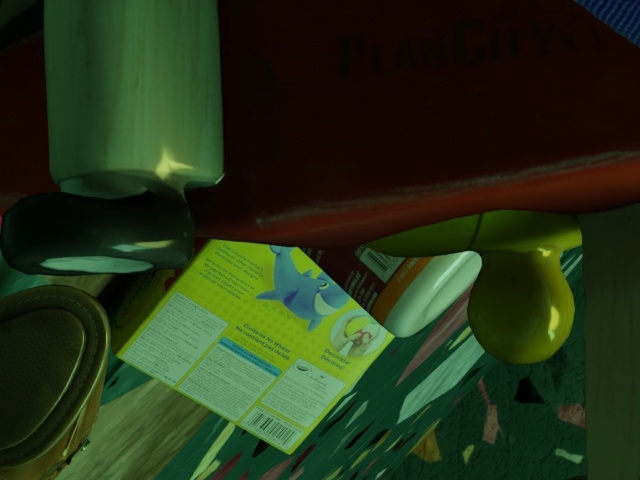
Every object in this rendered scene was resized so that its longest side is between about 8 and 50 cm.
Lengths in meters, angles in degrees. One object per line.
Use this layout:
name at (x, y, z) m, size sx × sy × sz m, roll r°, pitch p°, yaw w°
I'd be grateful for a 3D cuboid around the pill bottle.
pill bottle at (0.013, -0.033, 0.925) m, size 0.086 × 0.152 × 0.086 m, roll -44°, pitch 168°, yaw -12°

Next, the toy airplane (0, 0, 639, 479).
toy airplane at (0.112, -0.054, 0.647) m, size 0.386 × 0.384 × 0.272 m, roll -50°, pitch 158°, yaw 9°

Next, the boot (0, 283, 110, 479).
boot at (-0.142, 0.076, 0.976) m, size 0.197 × 0.073 × 0.152 m, roll -46°, pitch 173°, yaw 27°

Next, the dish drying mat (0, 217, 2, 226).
dish drying mat at (-0.127, -0.030, 0.806) m, size 0.032 × 0.008 × 0.083 m, roll -28°, pitch 159°, yaw -53°

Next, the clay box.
clay box at (0.000, 0.000, 1.056) m, size 0.222 × 0.127 × 0.053 m, roll -49°, pitch -152°, yaw 15°

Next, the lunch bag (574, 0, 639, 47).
lunch bag at (0.080, -0.166, 0.377) m, size 0.138 × 0.293 × 0.221 m, roll -29°, pitch 160°, yaw -53°
